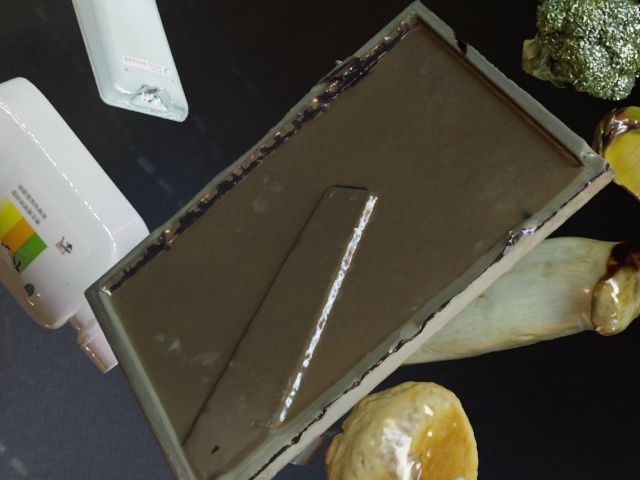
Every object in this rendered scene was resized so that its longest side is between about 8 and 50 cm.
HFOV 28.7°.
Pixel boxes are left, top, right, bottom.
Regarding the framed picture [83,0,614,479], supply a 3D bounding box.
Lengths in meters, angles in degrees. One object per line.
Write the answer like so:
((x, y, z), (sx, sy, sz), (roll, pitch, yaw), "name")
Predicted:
((0.000, 0.000, 0.703), (0.281, 0.209, 0.019), (-41, 134, 5), "framed picture")

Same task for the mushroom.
((0.124, 0.061, 1.090), (0.333, 0.107, 0.087), (-15, 90, 27), "mushroom")

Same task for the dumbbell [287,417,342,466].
((0.002, 0.152, 1.842), (0.204, 0.204, 0.322), (36, 103, 1), "dumbbell")

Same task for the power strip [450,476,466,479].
((0.152, 0.310, 1.429), (0.035, 0.055, 0.083), (-1, 104, -1), "power strip")

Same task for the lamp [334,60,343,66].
((0.020, -0.181, 1.700), (0.041, 0.054, 0.121), (10, 103, -22), "lamp")

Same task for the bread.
((0.092, 0.293, 1.524), (0.134, 0.244, 0.244), (4, 123, 38), "bread")

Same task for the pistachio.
((0.350, -0.101, 1.385), (0.173, 0.049, 0.089), (29, 102, -44), "pistachio")

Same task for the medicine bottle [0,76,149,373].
((-0.273, -0.010, 1.282), (0.161, 0.111, 0.296), (-36, 93, 33), "medicine bottle")

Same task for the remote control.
((-0.213, -0.254, 1.336), (0.051, 0.103, 0.293), (-43, 53, 36), "remote control")

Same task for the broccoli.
((0.284, -0.213, 1.319), (0.138, 0.162, 0.145), (-19, 90, 43), "broccoli")
